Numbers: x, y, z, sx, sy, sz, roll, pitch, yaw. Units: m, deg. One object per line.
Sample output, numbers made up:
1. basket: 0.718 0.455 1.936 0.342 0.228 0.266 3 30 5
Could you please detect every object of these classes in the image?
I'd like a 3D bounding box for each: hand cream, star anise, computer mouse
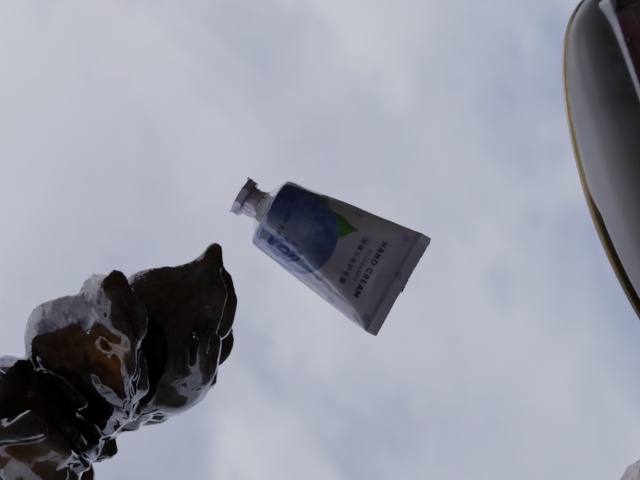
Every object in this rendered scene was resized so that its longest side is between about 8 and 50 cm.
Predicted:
1. hand cream: 0.000 0.000 1.296 0.142 0.084 0.053 30 -172 8
2. star anise: -0.121 0.082 0.823 0.073 0.212 0.197 47 -172 11
3. computer mouse: 0.252 -0.029 1.198 0.158 0.072 0.310 -2 -112 -41

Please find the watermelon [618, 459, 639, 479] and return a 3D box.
1. watermelon: 0.278 0.189 1.096 0.302 0.264 0.151 33 -162 -30
